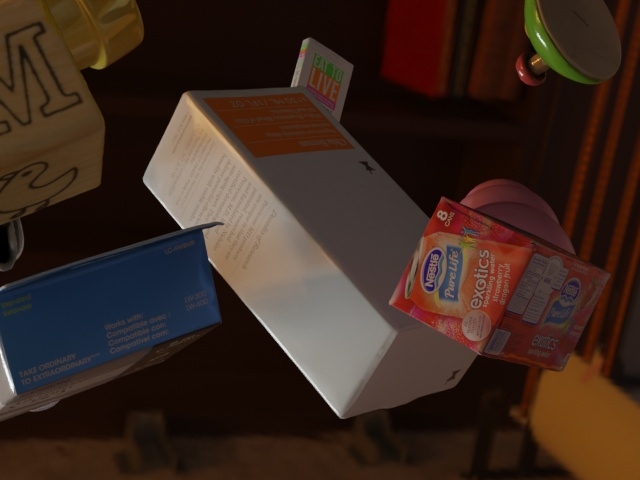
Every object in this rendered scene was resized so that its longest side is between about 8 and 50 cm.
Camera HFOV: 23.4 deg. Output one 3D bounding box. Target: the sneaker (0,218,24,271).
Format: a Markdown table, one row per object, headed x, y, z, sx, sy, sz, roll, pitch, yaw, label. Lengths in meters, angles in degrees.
| x | y | z | sx | sy | sz | roll | pitch | yaw | label |
| --- | --- | --- | --- | --- | --- | --- | --- | --- | --- |
| -0.429 | -0.066 | 1.994 | 0.086 | 0.229 | 0.132 | -18 | -164 | -9 | sneaker |

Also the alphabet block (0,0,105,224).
| x | y | z | sx | sy | sz | roll | pitch | yaw | label |
| --- | --- | --- | --- | --- | --- | --- | --- | --- | --- |
| -0.373 | -0.140 | 1.757 | 0.197 | 0.193 | 0.192 | -23 | 167 | -16 | alphabet block |

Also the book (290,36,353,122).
| x | y | z | sx | sy | sz | roll | pitch | yaw | label |
| --- | --- | --- | --- | --- | --- | --- | --- | --- | --- |
| -0.005 | -0.243 | 2.485 | 0.096 | 0.144 | 0.035 | 32 | 146 | -32 | book |

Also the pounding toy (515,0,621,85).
| x | y | z | sx | sy | sz | roll | pitch | yaw | label |
| --- | --- | --- | --- | --- | --- | --- | --- | --- | --- |
| 0.316 | -0.312 | 2.204 | 0.110 | 0.237 | 0.183 | -30 | -175 | 40 | pounding toy |

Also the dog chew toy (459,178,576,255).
| x | y | z | sx | sy | sz | roll | pitch | yaw | label |
| --- | --- | --- | --- | --- | --- | --- | --- | --- | --- |
| 0.272 | 0.012 | 2.289 | 0.206 | 0.207 | 0.332 | 10 | -155 | 0 | dog chew toy |

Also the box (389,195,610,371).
| x | y | z | sx | sy | sz | roll | pitch | yaw | label |
| --- | --- | --- | --- | --- | --- | --- | --- | --- | --- |
| 0.197 | 0.051 | 1.645 | 0.122 | 0.128 | 0.257 | 29 | -174 | 28 | box |

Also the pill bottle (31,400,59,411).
| x | y | z | sx | sy | sz | roll | pitch | yaw | label |
| --- | --- | --- | --- | --- | --- | --- | --- | --- | --- |
| -0.419 | 0.187 | 2.111 | 0.094 | 0.094 | 0.169 | -2 | 175 | -33 | pill bottle |

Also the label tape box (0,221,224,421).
| x | y | z | sx | sy | sz | roll | pitch | yaw | label |
| --- | --- | --- | --- | --- | --- | --- | --- | --- | --- |
| -0.253 | 0.095 | 1.706 | 0.249 | 0.115 | 0.347 | -19 | 175 | -26 | label tape box |

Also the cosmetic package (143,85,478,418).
| x | y | z | sx | sy | sz | roll | pitch | yaw | label |
| --- | --- | --- | --- | --- | --- | --- | --- | --- | --- |
| 0.000 | 0.000 | 1.991 | 0.230 | 0.161 | 0.453 | -9 | -131 | -47 | cosmetic package |

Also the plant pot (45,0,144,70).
| x | y | z | sx | sy | sz | roll | pitch | yaw | label |
| --- | --- | --- | --- | --- | --- | --- | --- | --- | --- |
| -0.453 | -0.357 | 2.492 | 0.239 | 0.254 | 0.254 | -39 | -140 | -19 | plant pot |
